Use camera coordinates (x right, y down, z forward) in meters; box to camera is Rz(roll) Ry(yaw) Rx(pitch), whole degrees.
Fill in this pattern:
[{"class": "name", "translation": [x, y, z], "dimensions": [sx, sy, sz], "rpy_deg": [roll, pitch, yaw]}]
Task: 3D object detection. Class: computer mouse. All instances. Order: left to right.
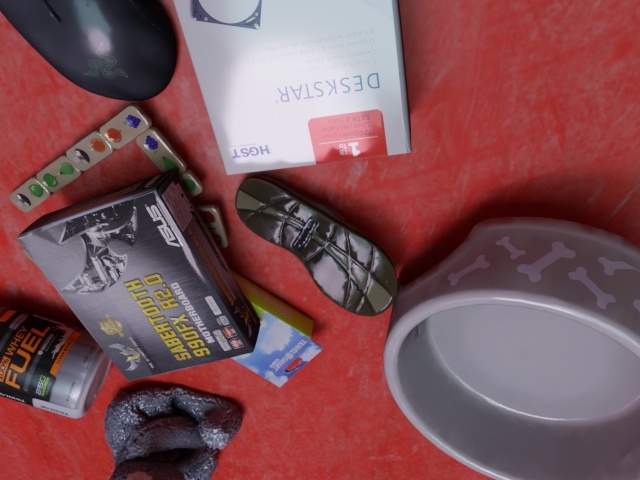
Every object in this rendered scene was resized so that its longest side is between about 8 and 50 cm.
[{"class": "computer mouse", "translation": [-0.250, -0.233, 0.459], "dimensions": [0.188, 0.072, 0.272], "rpy_deg": [-31, 115, 23]}]

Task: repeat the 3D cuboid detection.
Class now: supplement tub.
[{"class": "supplement tub", "translation": [-0.397, 0.162, 0.712], "dimensions": [0.190, 0.117, 0.117], "rpy_deg": [20, 123, -7]}]

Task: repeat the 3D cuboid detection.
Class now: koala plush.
[{"class": "koala plush", "translation": [-0.251, 0.347, 0.754], "dimensions": [0.203, 0.221, 0.196], "rpy_deg": [23, 123, -8]}]

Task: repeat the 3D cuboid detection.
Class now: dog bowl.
[{"class": "dog bowl", "translation": [0.228, 0.145, 0.567], "dimensions": [0.349, 0.102, 0.349], "rpy_deg": [17, 132, 19]}]

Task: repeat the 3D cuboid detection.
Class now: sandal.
[{"class": "sandal", "translation": [0.000, 0.000, 0.599], "dimensions": [0.219, 0.060, 0.090], "rpy_deg": [34, 116, 1]}]

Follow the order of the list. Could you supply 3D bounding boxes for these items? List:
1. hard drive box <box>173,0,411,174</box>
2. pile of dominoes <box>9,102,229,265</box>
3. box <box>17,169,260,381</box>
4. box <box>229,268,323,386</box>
[{"class": "hard drive box", "translation": [-0.020, -0.189, 0.452], "dimensions": [0.181, 0.089, 0.232], "rpy_deg": [-6, 123, 11]}, {"class": "pile of dominoes", "translation": [-0.242, -0.017, 0.610], "dimensions": [0.251, 0.040, 0.196], "rpy_deg": [-25, 118, 26]}, {"class": "box", "translation": [-0.201, 0.051, 0.602], "dimensions": [0.183, 0.056, 0.231], "rpy_deg": [-16, 118, 14]}, {"class": "box", "translation": [-0.095, 0.115, 0.689], "dimensions": [0.178, 0.042, 0.109], "rpy_deg": [35, 120, -15]}]
